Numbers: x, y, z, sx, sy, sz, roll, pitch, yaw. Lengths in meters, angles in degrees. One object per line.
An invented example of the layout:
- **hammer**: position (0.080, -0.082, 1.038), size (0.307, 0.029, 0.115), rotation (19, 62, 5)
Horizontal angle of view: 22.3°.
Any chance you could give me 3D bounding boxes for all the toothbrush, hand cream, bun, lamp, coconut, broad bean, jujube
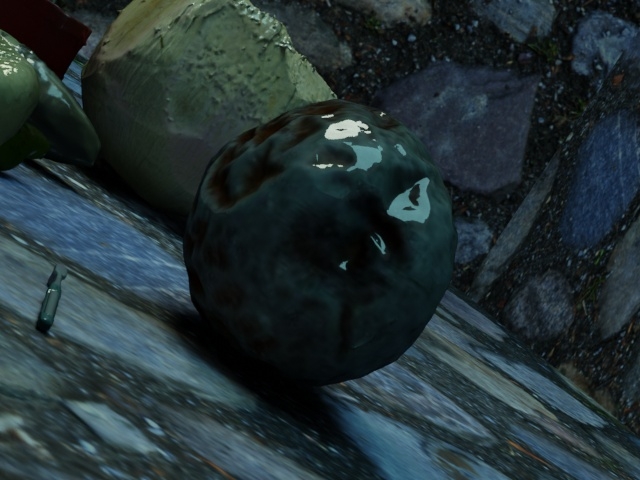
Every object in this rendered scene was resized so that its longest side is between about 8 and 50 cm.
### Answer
- **toothbrush**: position (-0.185, 0.040, 1.117), size (0.011, 0.014, 0.167), rotation (34, 6, -11)
- **hand cream**: position (-0.389, -0.242, 1.860), size (0.230, 0.149, 0.230), rotation (31, 4, -2)
- **bun**: position (-0.320, -0.134, 1.346), size (0.188, 0.111, 0.164), rotation (40, 23, 31)
- **lamp**: position (-0.331, -0.160, 1.681), size (0.250, 0.101, 0.101), rotation (35, 4, -4)
- **coconut**: position (-0.149, -0.156, 1.953), size (0.297, 0.254, 0.297), rotation (41, -12, 11)
- **broad bean**: position (-0.304, -0.091, 1.459), size (0.061, 0.046, 0.195), rotation (54, 13, 2)
- **jujube**: position (-0.006, -0.007, 1.403), size (0.215, 0.246, 0.308), rotation (33, -2, -11)
